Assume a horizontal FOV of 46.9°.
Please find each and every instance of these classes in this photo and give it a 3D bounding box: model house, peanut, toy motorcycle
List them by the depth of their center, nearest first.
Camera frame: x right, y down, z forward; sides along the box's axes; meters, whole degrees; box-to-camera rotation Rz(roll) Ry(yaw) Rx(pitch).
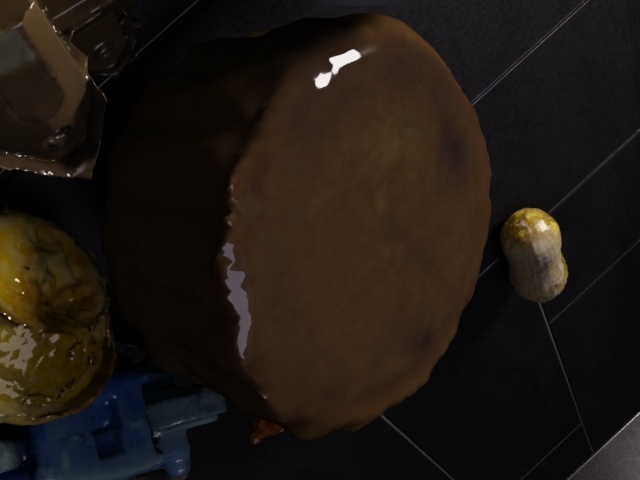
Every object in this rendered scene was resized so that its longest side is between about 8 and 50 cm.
[{"bbox_3d":[-0.187,-0.097,0.470,0.181,0.176,0.248,-37,159,-10],"label":"model house"},{"bbox_3d":[-0.240,0.192,0.629,0.319,0.182,0.241,2,135,-53],"label":"toy motorcycle"},{"bbox_3d":[0.315,0.028,1.084,0.087,0.087,0.207,-40,142,-5],"label":"peanut"}]

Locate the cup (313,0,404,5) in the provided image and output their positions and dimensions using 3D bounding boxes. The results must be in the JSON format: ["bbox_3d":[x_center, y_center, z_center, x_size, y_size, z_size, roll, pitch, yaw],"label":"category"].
[{"bbox_3d":[0.025,-0.305,0.404,0.205,0.205,0.312,-17,136,-30],"label":"cup"}]

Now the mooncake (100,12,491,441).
[{"bbox_3d":[-0.013,-0.015,0.600,0.324,0.187,0.324,-13,109,-44],"label":"mooncake"}]

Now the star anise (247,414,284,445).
[{"bbox_3d":[-0.003,0.167,0.910,0.196,0.111,0.212,18,120,-44],"label":"star anise"}]

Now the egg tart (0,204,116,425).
[{"bbox_3d":[-0.217,0.039,0.526,0.074,0.191,0.191,-39,146,22],"label":"egg tart"}]
